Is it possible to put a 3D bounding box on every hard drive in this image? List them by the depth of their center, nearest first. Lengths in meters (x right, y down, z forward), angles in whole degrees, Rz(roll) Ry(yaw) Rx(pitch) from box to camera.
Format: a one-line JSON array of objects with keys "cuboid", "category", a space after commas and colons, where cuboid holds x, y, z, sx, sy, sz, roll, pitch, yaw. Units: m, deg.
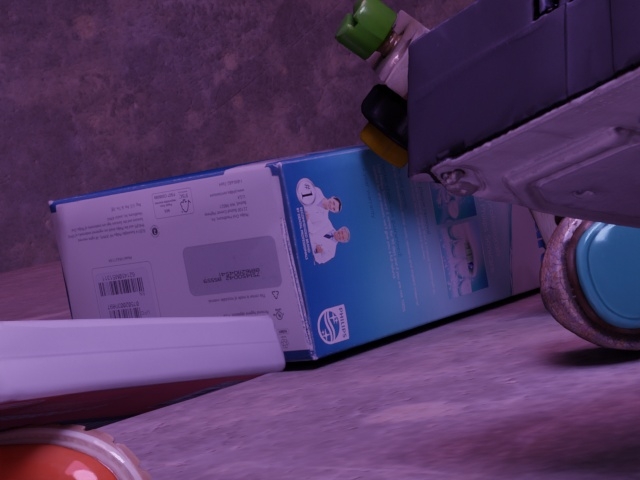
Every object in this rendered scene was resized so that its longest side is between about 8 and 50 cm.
[{"cuboid": [0.231, -0.048, 0.569, 0.339, 0.064, 0.237, 9, -16, -26], "category": "hard drive"}]

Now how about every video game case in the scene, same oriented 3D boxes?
[{"cuboid": [-0.178, 0.079, 0.586, 0.285, 0.025, 0.204, -19, -8, 20], "category": "video game case"}]

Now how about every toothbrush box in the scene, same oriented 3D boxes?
[{"cuboid": [0.000, 0.000, 1.120, 0.216, 0.126, 0.295, -8, 5, 40], "category": "toothbrush box"}]

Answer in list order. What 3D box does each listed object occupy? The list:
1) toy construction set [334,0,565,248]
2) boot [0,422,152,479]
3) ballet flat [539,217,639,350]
[{"cuboid": [0.149, -0.138, 1.007, 0.257, 0.237, 0.309, -57, 7, 36], "category": "toy construction set"}, {"cuboid": [-0.127, 0.101, 0.482, 0.158, 0.059, 0.084, -18, 4, 17], "category": "boot"}, {"cuboid": [0.257, -0.013, 0.843, 0.316, 0.107, 0.106, -10, -10, -8], "category": "ballet flat"}]
